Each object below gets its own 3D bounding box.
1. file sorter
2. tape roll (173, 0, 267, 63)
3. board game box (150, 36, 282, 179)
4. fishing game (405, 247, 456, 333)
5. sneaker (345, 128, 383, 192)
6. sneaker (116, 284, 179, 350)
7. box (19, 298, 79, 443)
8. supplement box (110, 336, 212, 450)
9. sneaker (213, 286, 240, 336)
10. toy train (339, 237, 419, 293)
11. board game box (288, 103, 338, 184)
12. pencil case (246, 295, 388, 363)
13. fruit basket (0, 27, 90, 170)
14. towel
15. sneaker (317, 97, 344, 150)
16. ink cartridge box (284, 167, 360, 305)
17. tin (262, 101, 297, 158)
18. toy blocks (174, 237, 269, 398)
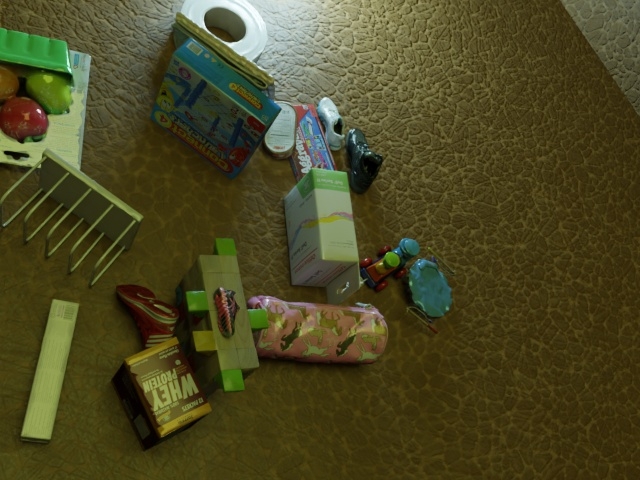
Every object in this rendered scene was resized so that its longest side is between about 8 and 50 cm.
[{"bbox_3d":[-0.610,-0.043,1.679,0.278,0.193,0.173,36,58,-6],"label":"file sorter"},{"bbox_3d":[-0.315,-0.649,2.180,0.286,0.100,0.286,12,61,-22],"label":"tape roll"},{"bbox_3d":[-0.299,-0.355,1.918,0.308,0.302,0.086,37,56,-5],"label":"board game box"},{"bbox_3d":[0.333,0.150,2.132,0.189,0.041,0.264,39,50,-20],"label":"fishing game"},{"bbox_3d":[0.143,-0.278,2.206,0.087,0.130,0.227,11,60,-24],"label":"sneaker"},{"bbox_3d":[-0.440,0.197,1.692,0.087,0.221,0.128,1,108,-46],"label":"sneaker"},{"bbox_3d":[-0.620,0.296,1.583,0.067,0.063,0.323,12,61,-19],"label":"box"},{"bbox_3d":[-0.372,0.357,1.595,0.129,0.194,0.191,-22,77,-33],"label":"supplement box"},{"bbox_3d":[-0.204,0.162,1.566,0.057,0.047,0.119,10,57,-41],"label":"sneaker"},{"bbox_3d":[0.178,0.083,2.034,0.248,0.143,0.105,-30,81,-34],"label":"toy train"},{"bbox_3d":[-0.045,-0.305,2.187,0.145,0.027,0.281,-10,71,-29],"label":"board game box"},{"bbox_3d":[-0.018,0.242,1.851,0.386,0.160,0.167,7,64,-23],"label":"pencil case"},{"bbox_3d":[-0.783,-0.360,1.799,0.327,0.165,0.352,6,79,-23],"label":"fruit basket"},{"bbox_3d":[-0.275,-0.473,1.972,0.332,0.317,0.053,35,78,2],"label":"towel"},{"bbox_3d":[0.046,-0.392,2.242,0.071,0.083,0.190,-4,67,-26],"label":"sneaker"},{"bbox_3d":[0.000,0.000,1.948,0.119,0.207,0.353,6,63,-26],"label":"ink cartridge box"},{"bbox_3d":[-0.126,-0.345,2.137,0.106,0.040,0.189,3,70,-1],"label":"tin"},{"bbox_3d":[-0.272,0.222,1.686,0.191,0.261,0.381,2,61,-31],"label":"toy blocks"}]
